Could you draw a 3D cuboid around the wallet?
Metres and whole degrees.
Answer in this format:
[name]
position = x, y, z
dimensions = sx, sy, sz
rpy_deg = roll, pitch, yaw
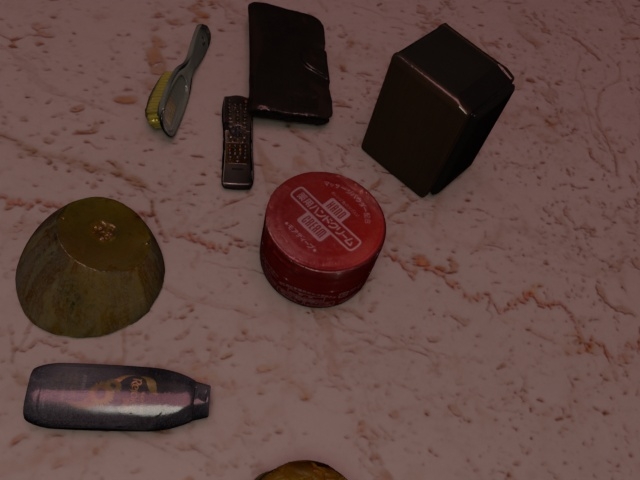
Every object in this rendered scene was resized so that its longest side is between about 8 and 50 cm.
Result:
[wallet]
position = -0.063, -0.353, 1.242
dimensions = 0.165, 0.042, 0.310
rpy_deg = 5, 55, -14

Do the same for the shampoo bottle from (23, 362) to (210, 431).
[shampoo bottle]
position = -0.266, 0.211, 0.843
dimensions = 0.233, 0.049, 0.087
rpy_deg = 5, 59, -9

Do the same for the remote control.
[remote control]
position = -0.149, -0.179, 1.133
dimensions = 0.059, 0.028, 0.212
rpy_deg = 1, 57, -7

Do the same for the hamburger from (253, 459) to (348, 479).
[hamburger]
position = -0.021, 0.366, 0.769
dimensions = 0.185, 0.113, 0.177
rpy_deg = 9, 50, -16

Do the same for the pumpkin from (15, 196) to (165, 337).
[pumpkin]
position = -0.337, 0.021, 0.922
dimensions = 0.217, 0.110, 0.218
rpy_deg = 8, 51, -10

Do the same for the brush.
[brush]
position = -0.270, -0.304, 1.175
dimensions = 0.060, 0.068, 0.297
rpy_deg = 0, 51, 14

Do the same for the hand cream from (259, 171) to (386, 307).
[hand cream]
position = 0.000, 0.000, 0.992
dimensions = 0.193, 0.125, 0.193
rpy_deg = 6, 57, -10

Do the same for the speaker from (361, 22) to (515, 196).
[speaker]
position = 0.200, -0.226, 1.115
dimensions = 0.192, 0.231, 0.153
rpy_deg = 43, 60, 16
